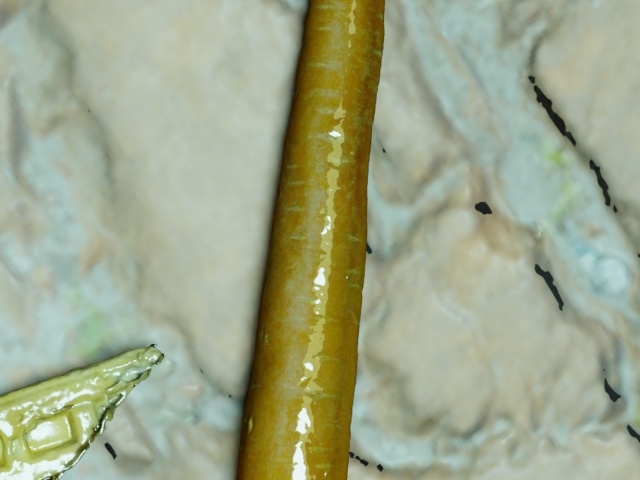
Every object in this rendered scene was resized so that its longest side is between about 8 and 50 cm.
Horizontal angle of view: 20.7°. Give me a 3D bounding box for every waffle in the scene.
[{"bbox_3d":[-0.117,0.102,0.632,0.152,0.023,0.097,-18,96,-20],"label":"waffle"}]

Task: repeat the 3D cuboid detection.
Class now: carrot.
[{"bbox_3d":[0.000,0.000,0.668,0.043,0.043,0.248,9,84,-20],"label":"carrot"}]
